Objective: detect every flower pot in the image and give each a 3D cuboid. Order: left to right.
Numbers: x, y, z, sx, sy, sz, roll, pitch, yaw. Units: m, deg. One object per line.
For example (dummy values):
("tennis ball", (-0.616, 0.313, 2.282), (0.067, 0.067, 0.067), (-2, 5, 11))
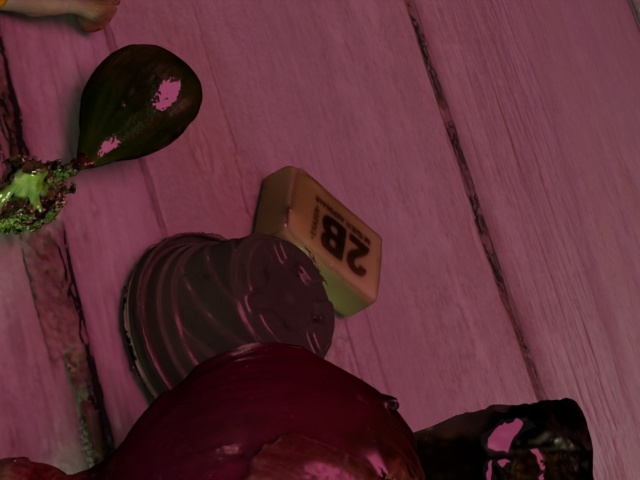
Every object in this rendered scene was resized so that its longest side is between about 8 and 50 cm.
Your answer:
("flower pot", (-0.076, 0.082, 1.266), (0.235, 0.140, 0.236), (34, 43, -39))

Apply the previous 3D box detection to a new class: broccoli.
("broccoli", (-0.278, -0.046, 1.130), (0.096, 0.092, 0.095), (19, 47, -9))

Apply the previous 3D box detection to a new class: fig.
("fig", (-0.204, -0.123, 1.271), (0.117, 0.117, 0.177), (47, 57, -23))

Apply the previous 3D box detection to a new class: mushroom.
("mushroom", (-0.300, -0.259, 1.278), (0.202, 0.054, 0.059), (-2, 64, -47))

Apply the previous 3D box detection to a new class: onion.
("onion", (-0.097, 0.243, 1.036), (0.385, 0.348, 0.348), (10, 52, -5))

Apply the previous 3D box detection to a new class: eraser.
("eraser", (0.000, 0.000, 1.488), (0.172, 0.058, 0.117), (40, 41, -30))

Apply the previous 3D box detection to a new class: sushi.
("sushi", (0.162, 0.343, 1.284), (0.281, 0.299, 0.294), (-7, 71, -30))

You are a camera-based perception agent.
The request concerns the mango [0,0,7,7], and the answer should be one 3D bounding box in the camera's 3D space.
("mango", (-0.372, -0.327, 1.141), (0.187, 0.138, 0.257), (3, 66, -20))
